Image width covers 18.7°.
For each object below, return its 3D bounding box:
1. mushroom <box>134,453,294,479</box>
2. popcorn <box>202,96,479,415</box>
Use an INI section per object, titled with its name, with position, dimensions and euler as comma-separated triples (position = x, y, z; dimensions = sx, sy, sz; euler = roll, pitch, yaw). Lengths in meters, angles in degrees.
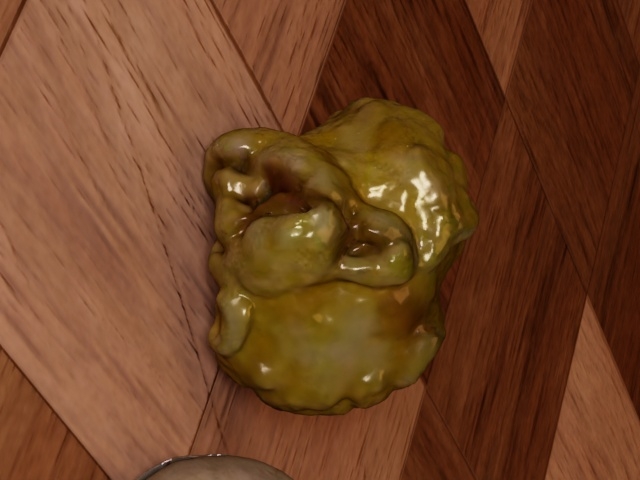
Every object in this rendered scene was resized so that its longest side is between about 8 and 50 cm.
[mushroom]
position = -0.066, 0.212, 1.245
dimensions = 0.154, 0.122, 0.154
euler = 4, 80, -21
[popcorn]
position = 0.000, 0.000, 1.349
dimensions = 0.203, 0.226, 0.200
euler = 31, 15, -20
